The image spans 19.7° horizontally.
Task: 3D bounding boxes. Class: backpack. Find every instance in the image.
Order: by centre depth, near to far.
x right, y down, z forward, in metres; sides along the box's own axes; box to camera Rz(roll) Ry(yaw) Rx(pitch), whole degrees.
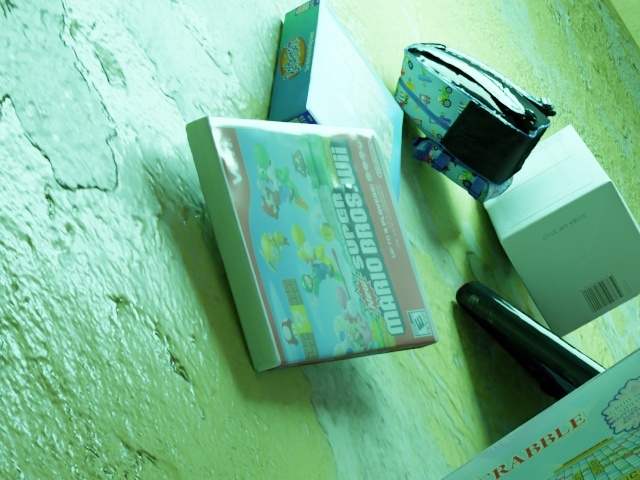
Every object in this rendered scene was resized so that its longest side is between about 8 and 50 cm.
[{"bbox_3d":[0.151,-0.137,2.007,0.173,0.117,0.158,34,18,7],"label":"backpack"}]

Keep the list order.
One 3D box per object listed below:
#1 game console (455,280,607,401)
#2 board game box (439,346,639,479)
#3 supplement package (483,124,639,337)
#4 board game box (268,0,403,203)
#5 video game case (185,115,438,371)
[{"bbox_3d":[0.335,0.202,1.888,0.386,0.060,0.342,35,-1,44],"label":"game console"},{"bbox_3d":[0.156,0.232,1.197,0.066,0.318,0.318,53,9,-23],"label":"board game box"},{"bbox_3d":[0.273,-0.015,2.063,0.134,0.139,0.244,59,8,-16],"label":"supplement package"},{"bbox_3d":[0.018,-0.115,1.752,0.160,0.047,0.210,53,24,-27],"label":"board game box"},{"bbox_3d":[0.000,0.000,1.538,0.285,0.025,0.204,-2,73,-60],"label":"video game case"}]
